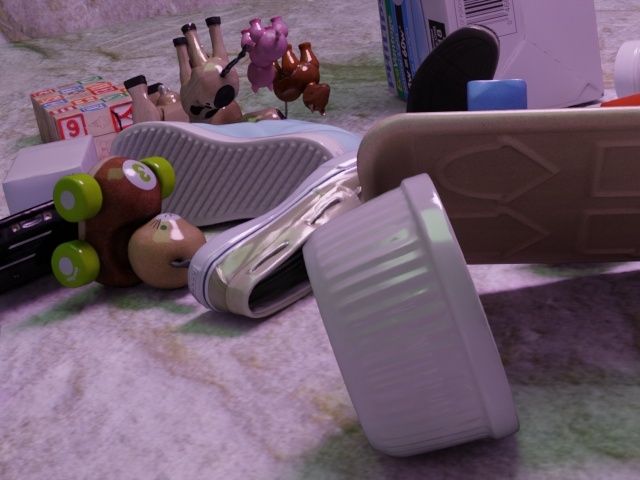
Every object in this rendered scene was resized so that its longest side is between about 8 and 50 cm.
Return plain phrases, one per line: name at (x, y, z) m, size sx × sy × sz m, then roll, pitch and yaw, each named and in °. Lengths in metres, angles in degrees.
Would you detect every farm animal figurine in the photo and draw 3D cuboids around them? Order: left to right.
farm animal figurine at (-0.143, -0.175, 1.849) m, size 0.326 × 0.172 × 0.330 m, roll -18°, pitch -8°, yaw 29°

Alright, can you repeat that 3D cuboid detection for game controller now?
game controller at (-0.356, 0.007, 1.532) m, size 0.319 × 0.067 × 0.166 m, roll -25°, pitch -18°, yaw -35°

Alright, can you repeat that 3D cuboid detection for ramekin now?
ramekin at (0.064, 0.063, 0.997) m, size 0.109 × 0.207 × 0.207 m, roll -20°, pitch 18°, yaw 3°

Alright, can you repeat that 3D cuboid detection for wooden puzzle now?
wooden puzzle at (0.213, -0.058, 1.135) m, size 0.347 × 0.081 × 0.322 m, roll -6°, pitch -20°, yaw 5°

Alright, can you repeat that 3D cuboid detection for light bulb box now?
light bulb box at (0.227, -0.383, 1.962) m, size 0.225 × 0.358 × 0.361 m, roll -14°, pitch 17°, yaw -11°

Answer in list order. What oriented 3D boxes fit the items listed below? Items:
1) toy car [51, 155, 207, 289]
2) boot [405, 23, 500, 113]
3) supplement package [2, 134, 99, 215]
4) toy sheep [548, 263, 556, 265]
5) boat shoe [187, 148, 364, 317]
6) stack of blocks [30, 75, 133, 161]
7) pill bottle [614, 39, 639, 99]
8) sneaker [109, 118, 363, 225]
toy car at (-0.173, -0.007, 1.455) m, size 0.188 × 0.149 × 0.155 m, roll 14°, pitch 19°, yaw 30°
boot at (0.170, -0.191, 1.634) m, size 0.085 × 0.236 × 0.178 m, roll 31°, pitch 38°, yaw 7°
supplement package at (-0.346, -0.062, 1.750) m, size 0.105 × 0.105 × 0.179 m, roll -11°, pitch 18°, yaw -2°
toy sheep at (0.250, -0.024, 1.313) m, size 0.132 × 0.091 × 0.091 m, roll -7°, pitch 19°, yaw 12°
boat shoe at (0.000, 0.000, 1.403) m, size 0.302 × 0.109 × 0.094 m, roll -34°, pitch 43°, yaw -30°
stack of blocks at (-0.371, -0.204, 2.211) m, size 0.171 × 0.087 × 0.297 m, roll -17°, pitch 19°, yaw -17°
pill bottle at (0.491, -0.213, 1.674) m, size 0.221 × 0.124 × 0.124 m, roll 5°, pitch 24°, yaw 38°
sneaker at (-0.094, -0.089, 1.680) m, size 0.365 × 0.135 × 0.150 m, roll 8°, pitch 14°, yaw 31°
